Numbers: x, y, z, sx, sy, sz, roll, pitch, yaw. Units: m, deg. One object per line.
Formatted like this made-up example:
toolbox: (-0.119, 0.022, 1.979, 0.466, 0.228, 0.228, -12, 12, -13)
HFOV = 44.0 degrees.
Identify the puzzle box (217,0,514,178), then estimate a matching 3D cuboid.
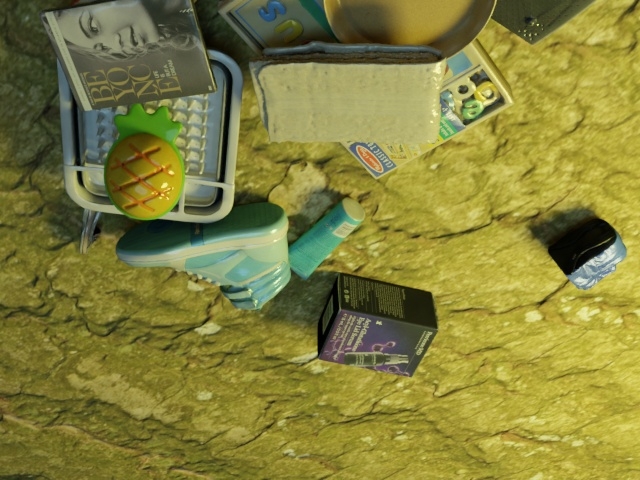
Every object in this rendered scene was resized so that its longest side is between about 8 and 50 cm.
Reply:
puzzle box: (0.077, -0.287, 1.203, 0.272, 0.052, 0.409, -28, 129, 27)

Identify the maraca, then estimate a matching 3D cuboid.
maraca: (-0.277, -0.123, 1.253, 0.127, 0.099, 0.185, 6, 103, -8)

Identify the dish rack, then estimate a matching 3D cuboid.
dish rack: (-0.275, -0.187, 1.302, 0.286, 0.072, 0.332, 7, 130, -5)

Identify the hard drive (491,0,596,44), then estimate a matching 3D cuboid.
hard drive: (0.329, -0.396, 1.101, 0.172, 0.054, 0.255, 26, 145, -20)

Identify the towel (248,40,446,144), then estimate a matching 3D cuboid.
towel: (0.041, -0.214, 1.183, 0.283, 0.049, 0.187, 3, 150, 7)

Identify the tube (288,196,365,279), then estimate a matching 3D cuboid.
tube: (0.000, 0.000, 1.478, 0.080, 0.052, 0.207, 38, 127, -13)

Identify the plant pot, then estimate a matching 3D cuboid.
plant pot: (0.121, -0.342, 1.084, 0.237, 0.032, 0.236, 0, 136, 0)

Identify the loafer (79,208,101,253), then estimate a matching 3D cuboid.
loafer: (-0.420, -0.023, 1.458, 0.039, 0.045, 0.125, 7, 127, -15)

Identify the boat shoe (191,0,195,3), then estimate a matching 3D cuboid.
boat shoe: (-0.159, -0.429, 1.104, 0.073, 0.073, 0.207, 25, 118, -21)

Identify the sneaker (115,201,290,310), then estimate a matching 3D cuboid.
sneaker: (-0.204, 0.055, 1.466, 0.319, 0.127, 0.208, -7, 126, 6)

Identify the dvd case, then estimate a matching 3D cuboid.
dvd case: (-0.280, -0.278, 1.170, 0.222, 0.018, 0.164, -6, 129, 8)

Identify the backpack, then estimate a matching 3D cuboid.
backpack: (0.503, 0.023, 1.472, 0.120, 0.098, 0.101, -42, 129, 14)

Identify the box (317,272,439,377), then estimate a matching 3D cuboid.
box: (0.112, 0.170, 1.580, 0.207, 0.108, 0.153, 12, 128, -10)

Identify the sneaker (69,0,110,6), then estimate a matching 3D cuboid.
sneaker: (-0.286, -0.348, 1.172, 0.171, 0.063, 0.074, -16, 122, 6)
